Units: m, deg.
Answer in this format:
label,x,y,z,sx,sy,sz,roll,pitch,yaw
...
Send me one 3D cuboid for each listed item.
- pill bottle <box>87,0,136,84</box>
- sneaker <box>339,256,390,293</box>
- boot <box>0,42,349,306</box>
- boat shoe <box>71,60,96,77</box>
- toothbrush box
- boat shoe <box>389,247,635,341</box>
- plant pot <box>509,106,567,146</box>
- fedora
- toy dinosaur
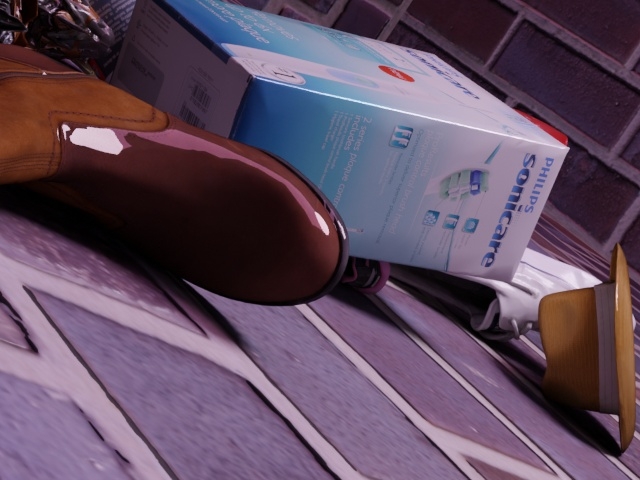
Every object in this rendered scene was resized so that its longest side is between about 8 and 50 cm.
label,x,y,z,sx,sy,sz,roll,pitch,yaw
pill bottle,-0.153,-0.180,1.448,0.180,0.108,0.108,58,10,4
sneaker,0.000,0.000,1.378,0.119,0.047,0.057,36,20,24
boot,-0.134,-0.047,0.918,0.264,0.096,0.280,37,9,17
boat shoe,-0.233,-0.184,1.501,0.135,0.045,0.050,34,20,-34
toothbrush box,0.007,-0.083,1.341,0.295,0.126,0.216,11,20,-32
boat shoe,0.166,0.052,1.581,0.258,0.084,0.095,26,-27,-4
plant pot,0.169,-0.080,1.983,0.174,0.191,0.191,32,8,1
fedora,0.229,0.093,1.473,0.079,0.194,0.194,-3,4,8
toy dinosaur,-0.285,-0.211,1.271,0.322,0.164,0.218,5,9,-35
